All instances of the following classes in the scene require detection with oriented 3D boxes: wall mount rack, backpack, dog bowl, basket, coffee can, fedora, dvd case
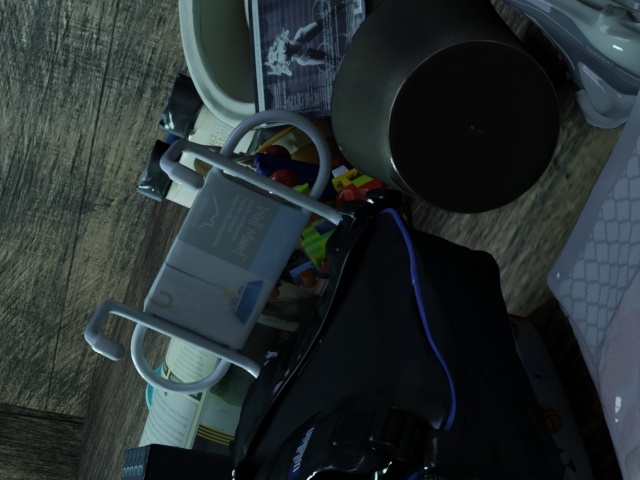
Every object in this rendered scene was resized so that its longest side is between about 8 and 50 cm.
[{"bbox_3d":[-0.054,0.062,0.862,0.350,0.304,0.130,-62,10,20],"label":"wall mount rack"},{"bbox_3d":[0.047,0.146,0.633,0.263,0.213,0.277,-48,24,28],"label":"backpack"},{"bbox_3d":[-0.039,-0.355,1.187,0.408,0.150,0.408,7,99,53],"label":"dog bowl"},{"bbox_3d":[0.100,-0.113,0.715,0.204,0.154,0.227,-60,13,15],"label":"basket"},{"bbox_3d":[-0.105,0.193,1.065,0.201,0.201,0.275,-138,64,-70],"label":"coffee can"},{"bbox_3d":[-0.021,-0.097,1.181,0.079,0.194,0.194,59,144,16],"label":"fedora"},{"bbox_3d":[-0.014,-0.227,1.024,0.221,0.018,0.165,0,96,50],"label":"dvd case"}]

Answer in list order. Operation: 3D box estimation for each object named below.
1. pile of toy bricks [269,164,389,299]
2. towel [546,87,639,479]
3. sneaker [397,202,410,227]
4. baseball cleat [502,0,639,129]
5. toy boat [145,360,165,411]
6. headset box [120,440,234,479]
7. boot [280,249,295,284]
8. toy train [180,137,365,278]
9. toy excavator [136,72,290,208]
[{"bbox_3d":[0.000,0.000,0.971,0.105,0.212,0.118,52,167,57],"label":"pile of toy bricks"},{"bbox_3d":[0.216,-0.010,0.403,0.317,0.053,0.332,-91,15,-56],"label":"towel"},{"bbox_3d":[0.083,-0.007,0.948,0.083,0.031,0.035,-81,11,-45],"label":"sneaker"},{"bbox_3d":[0.180,-0.146,0.619,0.206,0.072,0.109,-120,14,-51],"label":"baseball cleat"},{"bbox_3d":[-0.255,0.216,1.578,0.267,0.148,0.318,128,151,-51],"label":"toy boat"},{"bbox_3d":[-0.082,0.336,0.813,0.131,0.246,0.283,146,135,-63],"label":"headset box"},{"bbox_3d":[-0.062,0.059,1.259,0.198,0.076,0.137,-4,67,70],"label":"boot"},{"bbox_3d":[-0.068,-0.039,1.071,0.105,0.248,0.143,-113,37,-62],"label":"toy train"},{"bbox_3d":[-0.162,-0.302,1.657,0.445,0.222,0.433,-88,21,-57],"label":"toy excavator"}]
